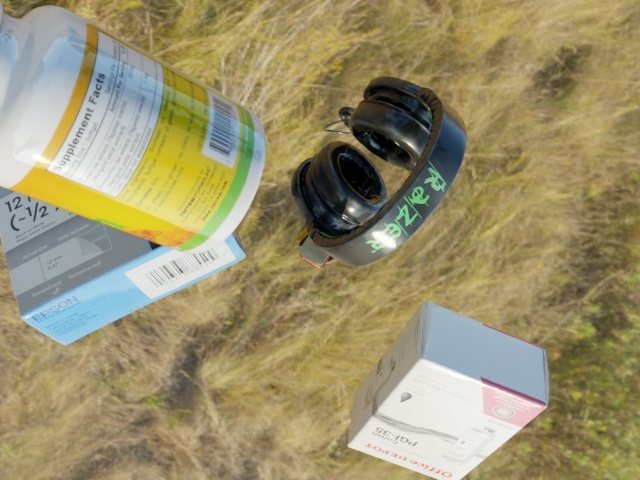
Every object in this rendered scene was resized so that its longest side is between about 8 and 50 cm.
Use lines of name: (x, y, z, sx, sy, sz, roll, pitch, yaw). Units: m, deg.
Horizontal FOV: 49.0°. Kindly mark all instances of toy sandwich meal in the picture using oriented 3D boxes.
toy sandwich meal: (0.000, 0.000, 1.093, 0.029, 0.086, 0.085, 73, 36, -81)

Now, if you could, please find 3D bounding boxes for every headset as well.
headset: (0.088, -0.102, 0.976, 0.185, 0.394, 0.243, 35, 107, -25)

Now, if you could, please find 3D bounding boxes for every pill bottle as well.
pill bottle: (-0.175, -0.089, 0.532, 0.246, 0.136, 0.136, 24, 82, -37)

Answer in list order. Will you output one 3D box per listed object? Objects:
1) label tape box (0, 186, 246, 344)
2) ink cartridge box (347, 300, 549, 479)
label tape box: (-0.277, -0.081, 0.884, 0.249, 0.347, 0.115, -26, 154, -2)
ink cartridge box: (0.192, 0.251, 1.107, 0.117, 0.207, 0.283, -75, -171, -46)
